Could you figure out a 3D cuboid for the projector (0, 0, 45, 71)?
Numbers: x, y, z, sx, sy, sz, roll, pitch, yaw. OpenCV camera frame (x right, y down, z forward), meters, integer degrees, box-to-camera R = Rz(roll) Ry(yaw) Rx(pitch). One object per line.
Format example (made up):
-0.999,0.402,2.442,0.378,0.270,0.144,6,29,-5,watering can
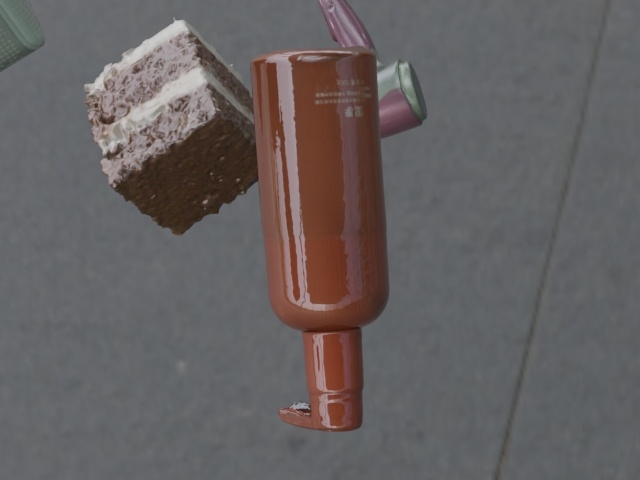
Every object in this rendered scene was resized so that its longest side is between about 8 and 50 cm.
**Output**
-0.336,-0.203,1.390,0.177,0.242,0.163,-32,40,-1,projector

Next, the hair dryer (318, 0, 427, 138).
0.016,-0.147,1.520,0.106,0.054,0.154,-17,74,14,hair dryer

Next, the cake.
-0.132,-0.108,1.805,0.135,0.134,0.147,-30,56,13,cake

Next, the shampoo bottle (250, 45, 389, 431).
0.002,0.000,1.241,0.085,0.085,0.244,-1,94,9,shampoo bottle
